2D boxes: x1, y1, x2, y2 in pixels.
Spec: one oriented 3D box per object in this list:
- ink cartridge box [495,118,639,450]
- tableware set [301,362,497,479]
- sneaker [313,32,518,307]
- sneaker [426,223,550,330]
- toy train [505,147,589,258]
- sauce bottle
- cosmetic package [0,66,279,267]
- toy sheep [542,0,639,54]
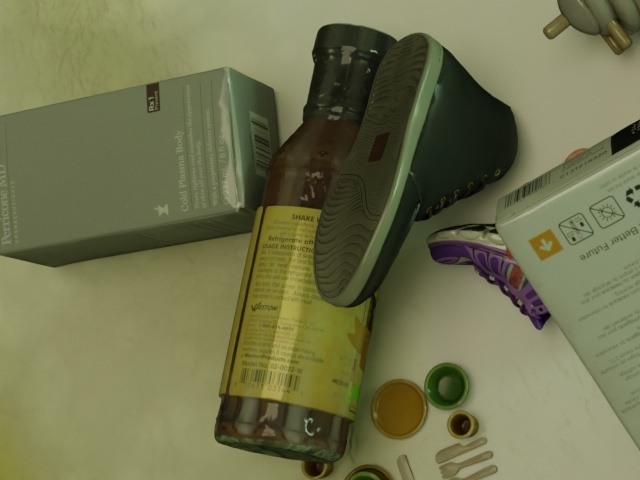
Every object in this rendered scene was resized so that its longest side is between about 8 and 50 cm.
[{"bbox_3d":[0.289,0.086,1.256,0.175,0.069,0.371,-30,103,18],"label":"ink cartridge box"},{"bbox_3d":[0.057,0.162,1.437,0.154,0.024,0.104,-25,71,20],"label":"tableware set"},{"bbox_3d":[0.080,-0.036,1.384,0.083,0.118,0.222,-1,64,54],"label":"sneaker"},{"bbox_3d":[0.154,0.029,1.395,0.170,0.068,0.071,16,101,30],"label":"sneaker"},{"bbox_3d":[0.210,-0.033,1.344,0.125,0.166,0.046,20,133,46],"label":"toy train"},{"bbox_3d":[0.000,0.000,1.441,0.111,0.111,0.344,7,79,26],"label":"sauce bottle"},{"bbox_3d":[-0.156,-0.058,1.534,0.238,0.107,0.127,-11,79,20],"label":"cosmetic package"},{"bbox_3d":[0.225,-0.194,1.390,0.132,0.091,0.091,-37,66,-5],"label":"toy sheep"}]
